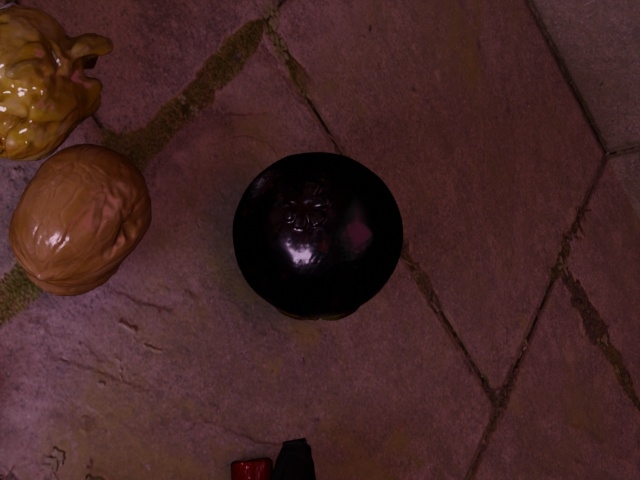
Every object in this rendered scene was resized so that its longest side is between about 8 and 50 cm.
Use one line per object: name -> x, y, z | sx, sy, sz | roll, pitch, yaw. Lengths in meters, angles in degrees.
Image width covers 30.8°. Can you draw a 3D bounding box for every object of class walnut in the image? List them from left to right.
walnut -> -0.343, -0.030, 1.653 | 0.193, 0.193, 0.225 | 48, 57, -31

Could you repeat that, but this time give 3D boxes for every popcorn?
popcorn -> -0.412, -0.227, 1.633 | 0.190, 0.191, 0.253 | 41, 39, -1

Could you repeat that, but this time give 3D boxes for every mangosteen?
mangosteen -> 0.009, -0.005, 1.996 | 0.313, 0.297, 0.296 | 23, 62, -50

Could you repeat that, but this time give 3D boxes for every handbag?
handbag -> -0.029, 0.471, 1.880 | 0.223, 0.080, 0.246 | -63, 145, -66

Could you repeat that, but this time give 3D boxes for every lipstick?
lipstick -> -0.105, 0.493, 1.876 | 0.073, 0.073, 0.279 | 11, 71, -49

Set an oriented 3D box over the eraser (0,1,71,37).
eraser -> -0.428, -0.309, 1.735 | 0.122, 0.052, 0.029 | 30, 56, -43
